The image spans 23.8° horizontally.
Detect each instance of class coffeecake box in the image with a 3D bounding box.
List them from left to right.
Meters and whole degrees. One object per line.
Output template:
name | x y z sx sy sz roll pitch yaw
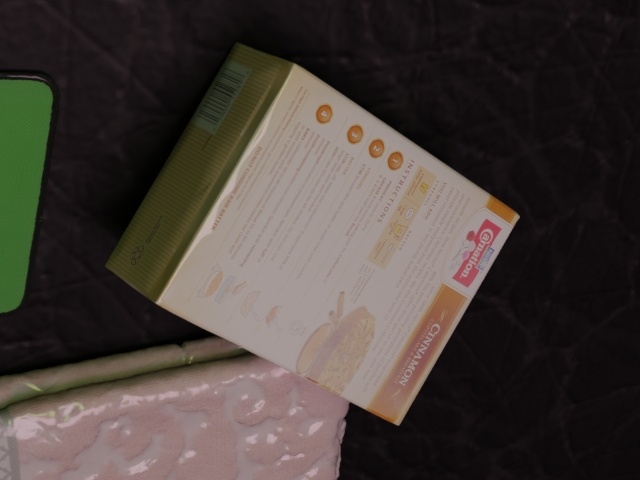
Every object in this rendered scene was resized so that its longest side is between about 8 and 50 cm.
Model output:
coffeecake box | 0.000 0.000 0.840 0.185 0.068 0.142 31 89 -36

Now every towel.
towel | -0.136 0.213 0.960 0.317 0.053 0.331 -10 127 -22

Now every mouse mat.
mouse mat | -0.232 -0.019 0.772 0.190 0.007 0.152 -1 123 -26
